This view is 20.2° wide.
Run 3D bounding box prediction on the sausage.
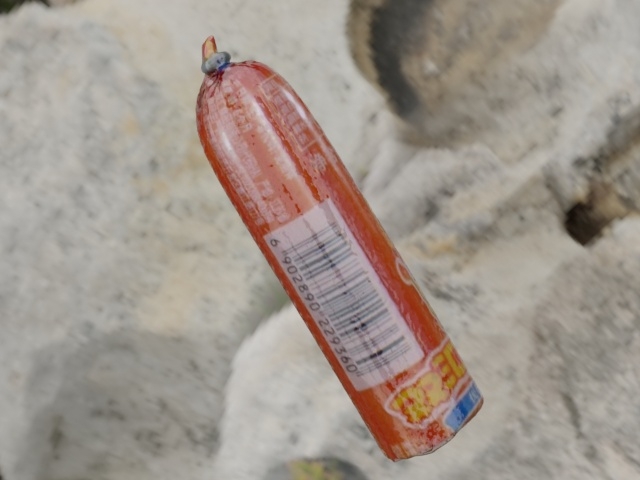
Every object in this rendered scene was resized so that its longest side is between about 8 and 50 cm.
[{"bbox_3d":[0.000,0.000,1.070,0.074,0.074,0.274,-30,97,13],"label":"sausage"}]
